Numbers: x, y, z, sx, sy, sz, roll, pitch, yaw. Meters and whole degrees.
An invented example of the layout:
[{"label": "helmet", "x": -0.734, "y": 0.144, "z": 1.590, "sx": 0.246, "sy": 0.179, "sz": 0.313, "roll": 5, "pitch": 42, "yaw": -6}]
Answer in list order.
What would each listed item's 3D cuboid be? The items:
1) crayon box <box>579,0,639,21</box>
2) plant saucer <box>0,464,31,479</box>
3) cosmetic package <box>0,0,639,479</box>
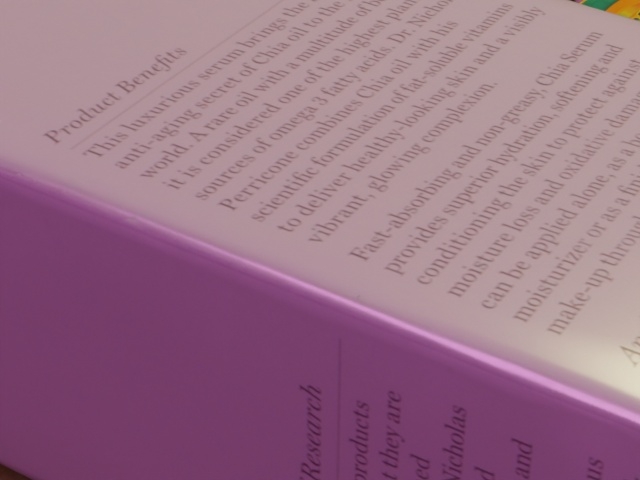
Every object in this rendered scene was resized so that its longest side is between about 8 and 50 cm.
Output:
[{"label": "crayon box", "x": 0.246, "y": -0.100, "z": 0.800, "sx": 0.278, "sy": 0.165, "sz": 0.081, "roll": -35, "pitch": 51, "yaw": -4}, {"label": "plant saucer", "x": -0.151, "y": 0.180, "z": 0.671, "sx": 0.241, "sy": 0.037, "sz": 0.241, "roll": -10, "pitch": 54, "yaw": 14}, {"label": "cosmetic package", "x": 0.050, "y": 0.022, "z": 0.643, "sx": 0.453, "sy": 0.161, "sz": 0.230, "roll": 22, "pitch": 40, "yaw": 26}]
